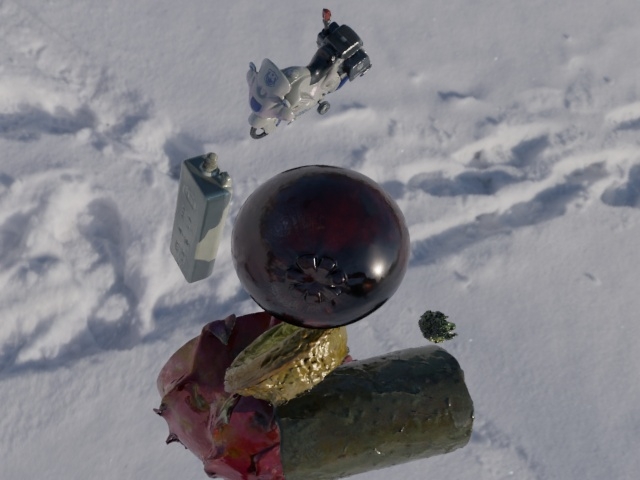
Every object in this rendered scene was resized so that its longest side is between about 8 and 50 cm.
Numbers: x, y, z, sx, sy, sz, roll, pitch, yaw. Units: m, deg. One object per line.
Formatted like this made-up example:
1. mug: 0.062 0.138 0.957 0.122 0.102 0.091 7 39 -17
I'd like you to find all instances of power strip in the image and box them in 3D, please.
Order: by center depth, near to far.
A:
1. power strip: -0.221 -0.038 1.128 0.058 0.338 0.098 -19 64 -29

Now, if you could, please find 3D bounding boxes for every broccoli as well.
1. broccoli: 0.284 0.209 1.501 0.092 0.097 0.095 15 55 -28

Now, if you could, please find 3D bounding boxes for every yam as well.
1. yam: 0.067 0.248 0.885 0.268 0.161 0.161 -12 65 -6

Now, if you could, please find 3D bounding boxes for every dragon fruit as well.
1. dragon fruit: -0.096 0.302 1.099 0.371 0.386 0.249 -25 53 1

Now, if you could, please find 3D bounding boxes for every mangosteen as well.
1. mangosteen: 0.000 0.000 0.648 0.200 0.200 0.199 12 56 -19

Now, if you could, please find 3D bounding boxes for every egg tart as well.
1. egg tart: -0.031 0.136 0.737 0.191 0.191 0.074 -33 92 -37

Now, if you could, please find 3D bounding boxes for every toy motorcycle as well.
1. toy motorcycle: -0.023 -0.239 0.915 0.221 0.150 0.102 -40 75 -8
